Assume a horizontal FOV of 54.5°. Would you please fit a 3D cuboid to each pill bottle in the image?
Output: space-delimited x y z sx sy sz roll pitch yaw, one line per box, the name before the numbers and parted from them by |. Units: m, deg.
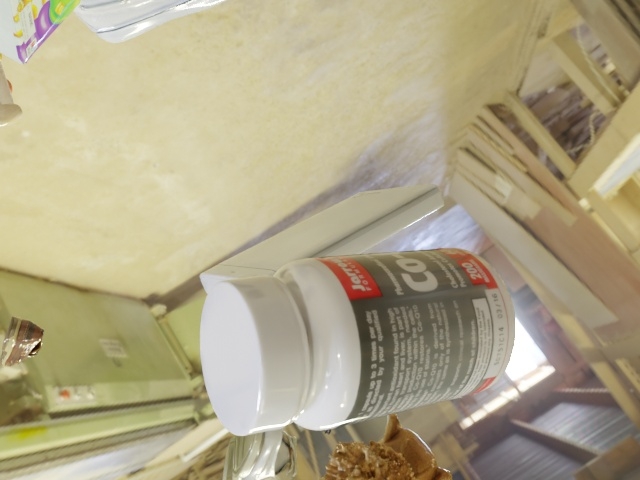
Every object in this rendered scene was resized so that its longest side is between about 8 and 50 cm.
pill bottle | 0.039 0.094 0.614 0.283 0.161 0.161 -3 149 -32

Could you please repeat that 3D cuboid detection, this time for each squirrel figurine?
squirrel figurine | 0.096 0.526 1.221 0.370 0.281 0.397 -36 164 -19

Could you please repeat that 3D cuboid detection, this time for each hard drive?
hard drive | 0.000 0.000 1.019 0.353 0.047 0.233 -28 -166 -28

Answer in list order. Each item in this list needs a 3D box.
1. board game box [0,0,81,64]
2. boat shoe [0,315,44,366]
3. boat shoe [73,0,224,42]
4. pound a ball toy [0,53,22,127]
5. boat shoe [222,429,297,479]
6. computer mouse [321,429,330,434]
board game box | -0.327 -0.368 0.709 0.275 0.144 0.142 -65 -174 -28
boat shoe | -0.523 0.186 1.091 0.060 0.064 0.178 16 148 -22
boat shoe | -0.235 -0.431 0.921 0.366 0.136 0.156 -16 160 19
pound a ball toy | -0.771 -0.406 1.415 0.208 0.319 0.135 -6 -166 42
boat shoe | -0.086 0.333 0.973 0.103 0.113 0.302 9 146 -10
computer mouse | 0.037 0.295 1.206 0.106 0.042 0.193 -58 -174 11
